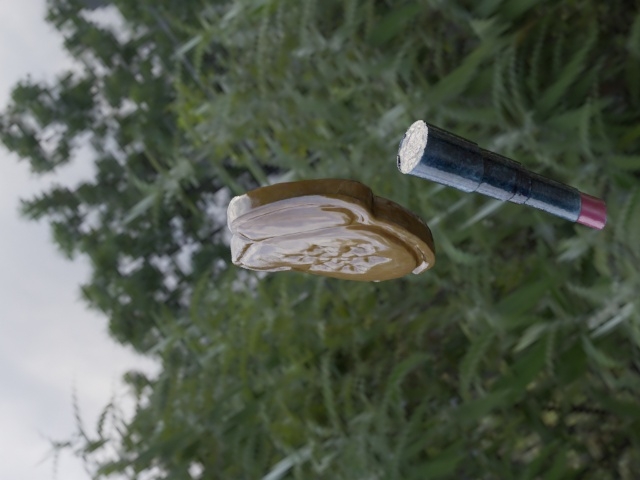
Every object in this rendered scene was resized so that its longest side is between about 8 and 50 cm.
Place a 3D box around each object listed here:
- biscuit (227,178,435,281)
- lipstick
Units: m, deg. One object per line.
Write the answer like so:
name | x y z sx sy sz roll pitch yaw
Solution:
biscuit | 0.000 0.002 0.763 0.140 0.118 0.023 24 -119 -50
lipstick | 0.187 -0.053 1.346 0.234 0.053 0.053 20 -154 -23
